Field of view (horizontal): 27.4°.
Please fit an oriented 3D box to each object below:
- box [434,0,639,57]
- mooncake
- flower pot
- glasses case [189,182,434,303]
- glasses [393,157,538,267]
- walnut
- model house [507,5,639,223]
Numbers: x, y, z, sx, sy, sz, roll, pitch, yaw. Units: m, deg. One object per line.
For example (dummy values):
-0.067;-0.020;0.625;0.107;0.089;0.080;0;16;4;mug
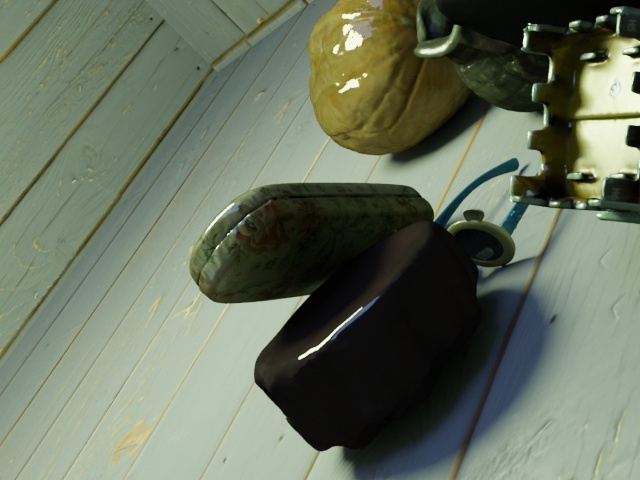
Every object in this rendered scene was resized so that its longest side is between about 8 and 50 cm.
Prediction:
0.336;-0.255;1.354;0.350;0.359;0.091;-8;72;65;box
0.063;0.110;1.494;0.283;0.141;0.283;-42;11;10;mooncake
0.275;-0.327;1.780;0.302;0.213;0.302;-60;12;23;flower pot
0.000;0.000;1.639;0.156;0.098;0.425;-52;-24;24;glasses case
0.225;-0.033;1.628;0.220;0.088;0.189;-32;7;-30;glasses
0.109;-0.281;2.094;0.252;0.277;0.313;-12;-5;-24;walnut
0.324;-0.114;1.266;0.224;0.215;0.198;-176;89;-69;model house
